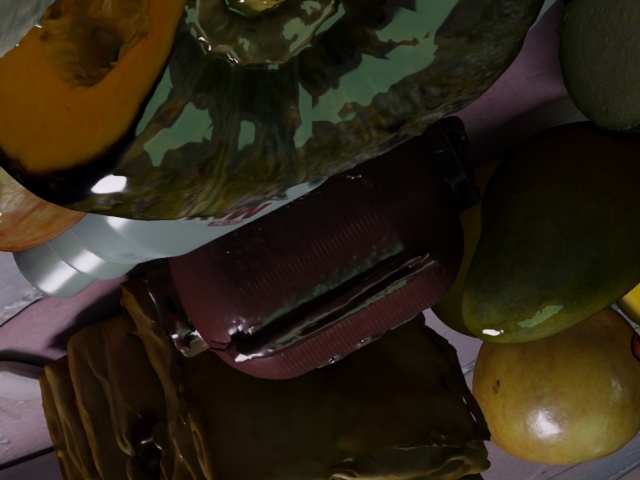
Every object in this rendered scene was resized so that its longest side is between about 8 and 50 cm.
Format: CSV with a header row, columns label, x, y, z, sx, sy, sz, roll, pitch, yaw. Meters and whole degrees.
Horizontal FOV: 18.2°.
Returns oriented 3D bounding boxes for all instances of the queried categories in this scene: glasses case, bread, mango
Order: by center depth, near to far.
label,x,y,z,sx,sy,sz,roll,pitch,yaw
mango,0.187,-0.012,1.450,0.146,0.129,0.289,-5,-161,14
bread,-0.037,0.138,1.564,0.324,0.277,0.167,-12,148,-22
glasses case,-0.244,0.113,1.602,0.032,0.021,0.083,-38,154,19

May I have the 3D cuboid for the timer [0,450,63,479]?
label,x,y,z,sx,sy,sz,roll,pitch,yaw
timer,-0.230,0.315,1.812,0.194,0.192,0.195,-19,155,-15

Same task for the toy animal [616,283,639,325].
label,x,y,z,sx,sy,sz,roll,pitch,yaw
toy animal,0.457,0.021,1.836,0.277,0.247,0.345,-16,154,-25

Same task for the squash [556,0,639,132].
label,x,y,z,sx,sy,sz,roll,pitch,yaw
squash,0.306,-0.144,1.495,0.247,0.132,0.132,-3,147,-41

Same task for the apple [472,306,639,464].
label,x,y,z,sx,sy,sz,roll,pitch,yaw
apple,0.236,0.135,1.950,0.182,0.155,0.182,-12,-168,3

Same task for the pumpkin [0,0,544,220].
label,x,y,z,sx,sy,sz,roll,pitch,yaw
pumpkin,-0.016,-0.159,0.947,0.232,0.242,0.325,7,132,-45

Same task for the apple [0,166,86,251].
label,x,y,z,sx,sy,sz,roll,pitch,yaw
apple,-0.180,-0.069,1.151,0.131,0.146,0.146,-31,156,10

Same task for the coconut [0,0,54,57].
label,x,y,z,sx,sy,sz,roll,pitch,yaw
coconut,-0.216,-0.168,0.813,0.247,0.245,0.245,-13,165,32

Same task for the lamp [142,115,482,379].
label,x,y,z,sx,sy,sz,roll,pitch,yaw
lamp,0.000,0.000,1.426,0.258,0.180,0.180,-28,156,6

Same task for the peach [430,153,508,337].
label,x,y,z,sx,sy,sz,roll,pitch,yaw
peach,0.160,0.002,1.649,0.179,0.103,0.179,-25,136,-27

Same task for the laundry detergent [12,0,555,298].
label,x,y,z,sx,sy,sz,roll,pitch,yaw
laundry detergent,-0.044,-0.092,1.269,0.398,0.124,0.264,-40,154,32
